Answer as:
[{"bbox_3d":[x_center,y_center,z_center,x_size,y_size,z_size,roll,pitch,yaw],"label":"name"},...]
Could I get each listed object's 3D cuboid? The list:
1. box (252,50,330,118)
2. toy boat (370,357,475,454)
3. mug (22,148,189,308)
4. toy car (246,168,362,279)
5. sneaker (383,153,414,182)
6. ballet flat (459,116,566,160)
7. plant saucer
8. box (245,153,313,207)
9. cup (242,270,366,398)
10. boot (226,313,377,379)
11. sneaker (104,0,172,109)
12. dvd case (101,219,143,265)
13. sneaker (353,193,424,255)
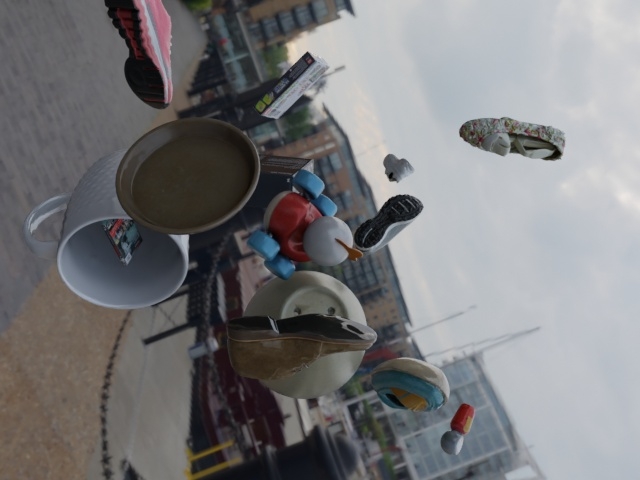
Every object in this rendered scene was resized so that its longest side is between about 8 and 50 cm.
[{"bbox_3d":[-0.076,-0.408,1.914,0.036,0.207,0.114,52,18,10],"label":"box"},{"bbox_3d":[0.290,0.453,1.998,0.318,0.148,0.267,38,-26,-11],"label":"toy boat"},{"bbox_3d":[-0.491,-0.046,1.665,0.328,0.374,0.276,-101,-174,-48],"label":"mug"},{"bbox_3d":[0.000,0.000,1.650,0.238,0.219,0.210,29,-15,29],"label":"toy car"},{"bbox_3d":[0.187,-0.186,1.877,0.053,0.061,0.152,48,-3,-19],"label":"sneaker"},{"bbox_3d":[0.424,-0.217,1.575,0.091,0.241,0.077,100,-9,-52],"label":"ballet flat"},{"bbox_3d":[-0.252,-0.122,1.389,0.041,0.278,0.278,84,-13,-58],"label":"plant saucer"},{"bbox_3d":[-0.169,-0.163,1.946,0.184,0.261,0.103,-46,141,-66],"label":"box"},{"bbox_3d":[-0.028,0.213,1.776,0.237,0.331,0.331,115,-45,-72],"label":"cup"},{"bbox_3d":[-0.038,0.220,1.485,0.112,0.305,0.115,-101,-168,-75],"label":"boot"},{"bbox_3d":[-0.375,-0.450,1.645,0.136,0.116,0.314,-50,146,-40],"label":"sneaker"},{"bbox_3d":[-0.429,-0.017,1.569,0.087,0.013,0.119,-71,152,-45],"label":"dvd case"},{"bbox_3d":[0.208,-0.050,2.266,0.100,0.271,0.108,48,-19,20],"label":"sneaker"}]
